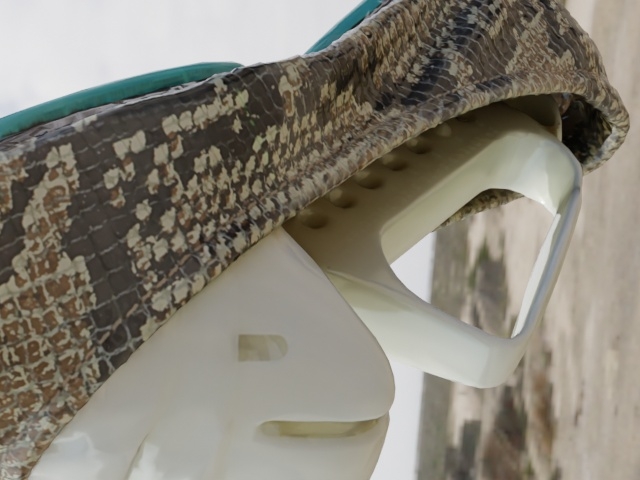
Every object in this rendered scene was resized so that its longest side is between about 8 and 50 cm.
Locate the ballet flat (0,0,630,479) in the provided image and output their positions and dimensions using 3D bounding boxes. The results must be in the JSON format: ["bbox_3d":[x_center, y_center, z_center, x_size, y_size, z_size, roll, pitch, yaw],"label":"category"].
[{"bbox_3d":[0.000,0.000,0.480,0.483,0.182,0.164,-33,-17,-45],"label":"ballet flat"}]
